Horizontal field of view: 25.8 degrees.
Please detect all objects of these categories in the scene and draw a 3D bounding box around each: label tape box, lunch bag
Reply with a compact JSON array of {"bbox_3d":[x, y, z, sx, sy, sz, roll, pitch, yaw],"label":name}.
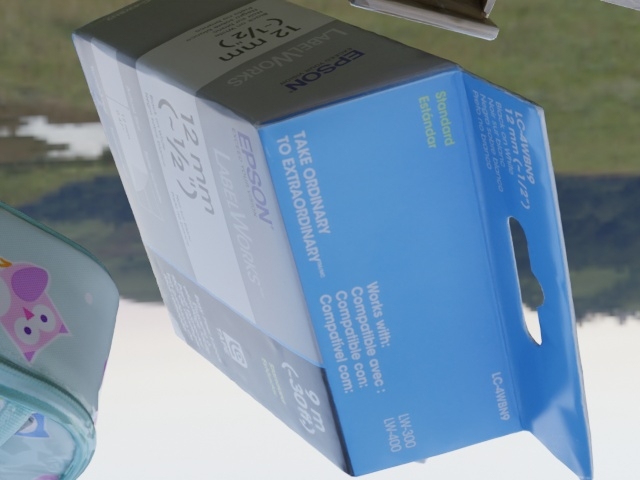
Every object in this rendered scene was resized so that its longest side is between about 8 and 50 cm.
[{"bbox_3d":[0.000,0.000,0.842,0.115,0.249,0.347,-28,-147,-21],"label":"label tape box"},{"bbox_3d":[-0.230,0.073,0.631,0.224,0.108,0.279,33,131,-24],"label":"lunch bag"}]

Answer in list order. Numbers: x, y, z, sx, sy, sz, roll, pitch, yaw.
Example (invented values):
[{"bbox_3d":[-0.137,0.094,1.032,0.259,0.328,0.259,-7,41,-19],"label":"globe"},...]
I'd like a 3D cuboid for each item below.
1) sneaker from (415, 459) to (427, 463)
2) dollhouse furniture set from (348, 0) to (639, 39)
[{"bbox_3d":[0.041,0.112,1.203,0.118,0.222,0.083,8,-135,9],"label":"sneaker"},{"bbox_3d":[0.116,-0.169,0.819,0.212,0.161,0.242,10,-153,-23],"label":"dollhouse furniture set"}]
